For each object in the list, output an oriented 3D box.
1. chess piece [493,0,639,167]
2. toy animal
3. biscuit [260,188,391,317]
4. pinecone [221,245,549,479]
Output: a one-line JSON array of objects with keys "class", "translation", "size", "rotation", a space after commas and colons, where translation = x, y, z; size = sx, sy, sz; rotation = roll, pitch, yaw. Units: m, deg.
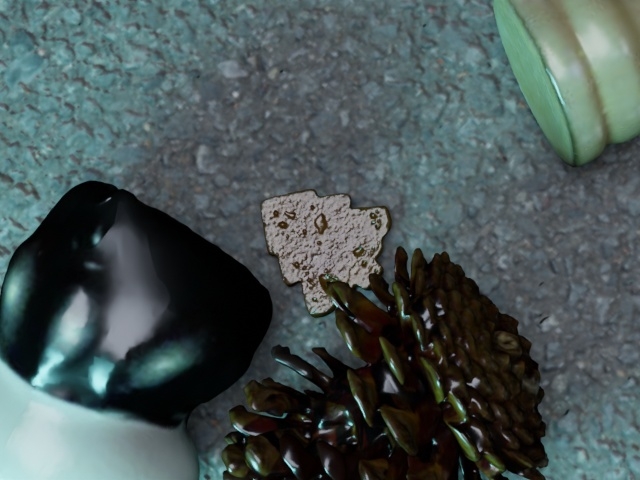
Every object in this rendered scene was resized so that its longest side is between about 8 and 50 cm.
[{"class": "chess piece", "translation": [0.316, -0.198, 1.431], "size": [0.299, 0.167, 0.167], "rotation": [-25, 78, -2]}, {"class": "toy animal", "translation": [-0.207, 0.124, 1.418], "size": [0.251, 0.251, 0.310], "rotation": [27, 79, 12]}, {"class": "biscuit", "translation": [0.000, 0.000, 1.505], "size": [0.130, 0.019, 0.119], "rotation": [37, 88, 12]}, {"class": "pinecone", "translation": [0.042, 0.150, 1.368], "size": [0.292, 0.246, 0.246], "rotation": [-34, 77, 13]}]
